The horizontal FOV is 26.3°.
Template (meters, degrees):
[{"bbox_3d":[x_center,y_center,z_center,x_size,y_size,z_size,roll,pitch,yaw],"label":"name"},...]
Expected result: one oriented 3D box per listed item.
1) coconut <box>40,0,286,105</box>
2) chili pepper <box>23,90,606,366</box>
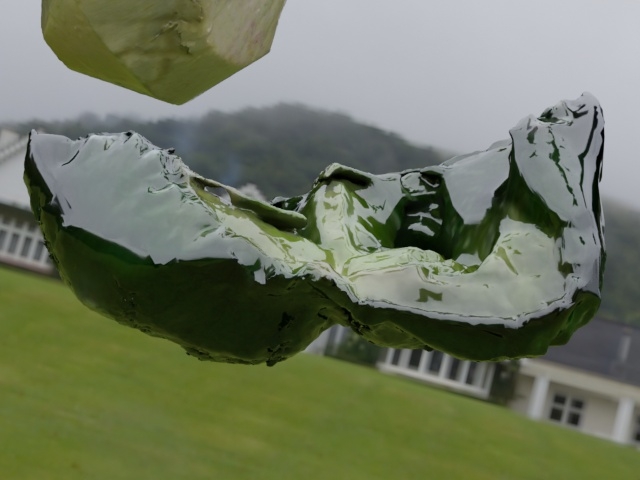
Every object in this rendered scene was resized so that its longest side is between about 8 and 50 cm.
[{"bbox_3d":[-0.144,-0.243,1.213,0.259,0.259,0.259,15,-8,2],"label":"coconut"},{"bbox_3d":[-0.004,0.005,0.623,0.265,0.148,0.116,2,-46,0],"label":"chili pepper"}]
